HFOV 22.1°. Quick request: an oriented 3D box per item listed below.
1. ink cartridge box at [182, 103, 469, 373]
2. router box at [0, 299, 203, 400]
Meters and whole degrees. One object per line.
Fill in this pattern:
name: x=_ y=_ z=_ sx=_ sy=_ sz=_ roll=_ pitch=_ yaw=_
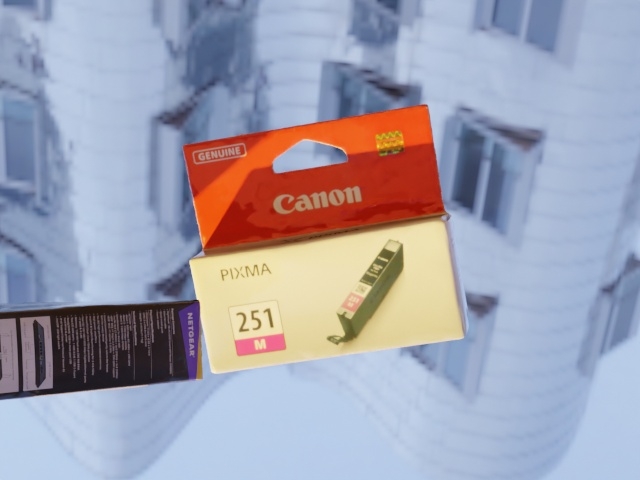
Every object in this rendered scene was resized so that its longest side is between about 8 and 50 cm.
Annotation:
ink cartridge box: x=0.000 y=0.000 z=1.695 sx=0.275 sy=0.239 sz=0.060 roll=-9 pitch=-170 yaw=12
router box: x=-0.301 y=0.102 z=1.567 sx=0.243 sy=0.081 sz=0.309 roll=-2 pitch=179 yaw=-42
